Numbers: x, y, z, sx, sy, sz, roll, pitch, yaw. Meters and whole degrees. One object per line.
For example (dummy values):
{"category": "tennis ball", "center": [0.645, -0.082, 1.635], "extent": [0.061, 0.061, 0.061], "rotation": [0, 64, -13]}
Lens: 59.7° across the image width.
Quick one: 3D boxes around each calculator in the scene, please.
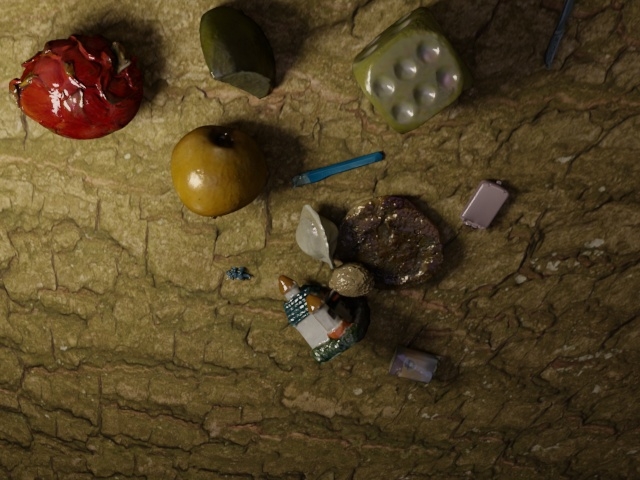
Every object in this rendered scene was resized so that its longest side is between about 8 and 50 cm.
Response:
{"category": "calculator", "center": [0.503, -0.110, 1.710], "extent": [0.100, 0.032, 0.174], "rotation": [23, 118, -9]}

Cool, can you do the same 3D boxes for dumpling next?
{"category": "dumpling", "center": [-0.001, -0.003, 1.735], "extent": [0.126, 0.166, 0.215], "rotation": [-5, 120, -26]}

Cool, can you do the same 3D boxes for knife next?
{"category": "knife", "center": [0.046, -0.214, 1.691], "extent": [0.297, 0.026, 0.044], "rotation": [-15, 120, 9]}
{"category": "knife", "center": [0.628, -0.556, 1.462], "extent": [0.028, 0.015, 0.210], "rotation": [9, 120, -7]}

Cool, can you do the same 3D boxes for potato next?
{"category": "potato", "center": [-0.205, -0.471, 1.433], "extent": [0.112, 0.255, 0.269], "rotation": [-25, 115, 18]}

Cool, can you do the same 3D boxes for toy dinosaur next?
{"category": "toy dinosaur", "center": [-0.281, 0.117, 1.895], "extent": [0.084, 0.030, 0.047], "rotation": [-4, 120, 7]}

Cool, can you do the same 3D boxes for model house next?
{"category": "model house", "center": [-0.005, 0.207, 1.814], "extent": [0.190, 0.271, 0.301], "rotation": [-40, 98, 23]}

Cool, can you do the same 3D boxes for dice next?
{"category": "dice", "center": [0.235, -0.436, 1.433], "extent": [0.238, 0.233, 0.227], "rotation": [-35, 110, 20]}

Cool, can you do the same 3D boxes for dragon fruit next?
{"category": "dragon fruit", "center": [-0.639, -0.406, 1.496], "extent": [0.343, 0.277, 0.277], "rotation": [-25, 115, 15]}

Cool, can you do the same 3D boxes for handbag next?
{"category": "handbag", "center": [0.341, 0.450, 2.003], "extent": [0.173, 0.095, 0.117], "rotation": [14, 123, 0]}

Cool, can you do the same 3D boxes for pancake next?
{"category": "pancake", "center": [0.215, 0.015, 1.786], "extent": [0.357, 0.065, 0.355], "rotation": [2, 118, 3]}

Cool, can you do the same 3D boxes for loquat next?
{"category": "loquat", "center": [-0.296, -0.188, 1.595], "extent": [0.275, 0.274, 0.274], "rotation": [2, 119, 3]}

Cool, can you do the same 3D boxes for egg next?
{"category": "egg", "center": [0.101, 0.126, 1.775], "extent": [0.140, 0.116, 0.118], "rotation": [14, 98, -1]}
